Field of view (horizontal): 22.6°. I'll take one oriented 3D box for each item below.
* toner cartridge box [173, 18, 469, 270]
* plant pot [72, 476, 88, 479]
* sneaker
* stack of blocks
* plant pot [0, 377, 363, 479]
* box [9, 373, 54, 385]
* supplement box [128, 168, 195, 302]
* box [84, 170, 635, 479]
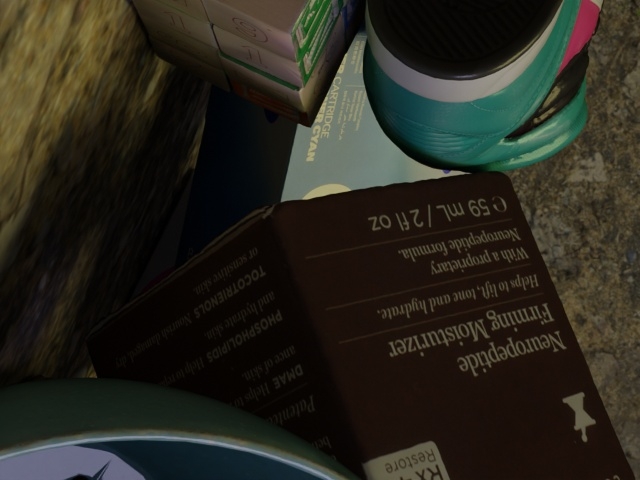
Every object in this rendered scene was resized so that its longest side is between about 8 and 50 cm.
[{"bbox_3d":[0.000,0.000,0.951,0.165,0.075,0.348,-6,115,-47],"label":"toner cartridge box"},{"bbox_3d":[-0.117,0.253,0.825,0.254,0.237,0.237,-35,153,-55],"label":"plant pot"},{"bbox_3d":[0.112,-0.146,0.818,0.295,0.123,0.178,-54,168,-25],"label":"sneaker"},{"bbox_3d":[-0.011,-0.169,0.669,0.171,0.087,0.297,-64,175,-7],"label":"stack of blocks"},{"bbox_3d":[-0.101,0.173,0.622,0.290,0.290,0.195,-65,-158,7],"label":"plant pot"},{"bbox_3d":[-0.198,0.169,0.814,0.201,0.021,0.164,-64,175,5],"label":"box"},{"bbox_3d":[-0.050,0.030,1.138,0.114,0.111,0.220,-63,174,-3],"label":"supplement box"},{"bbox_3d":[0.022,0.096,0.773,0.168,0.203,0.167,-10,164,-43],"label":"box"}]
